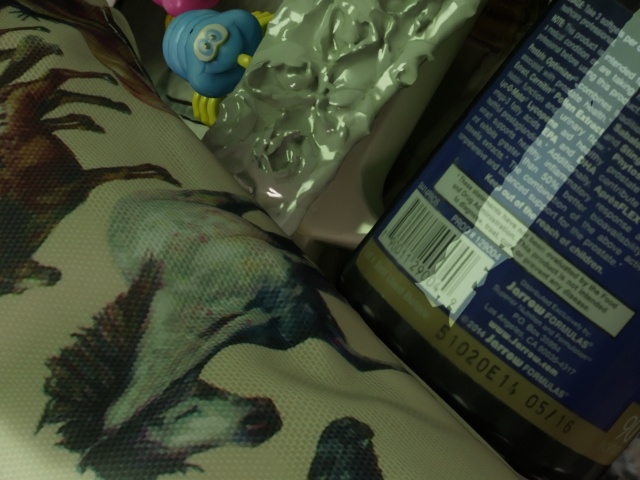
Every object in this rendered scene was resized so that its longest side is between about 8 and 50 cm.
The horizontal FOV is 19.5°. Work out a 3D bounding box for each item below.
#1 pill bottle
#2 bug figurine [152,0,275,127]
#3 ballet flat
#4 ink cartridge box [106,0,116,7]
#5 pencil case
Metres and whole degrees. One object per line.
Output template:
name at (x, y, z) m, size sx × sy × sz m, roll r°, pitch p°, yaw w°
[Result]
pill bottle at (0.114, -0.029, 0.663) m, size 0.219 × 0.123 × 0.123 m, roll -52°, pitch 38°, yaw 8°
bug figurine at (-0.019, -0.176, 0.912) m, size 0.279 × 0.072 × 0.216 m, roll -61°, pitch 20°, yaw -4°
ballet flat at (0.000, 0.000, 0.774) m, size 0.147 × 0.147 × 0.409 m, roll 27°, pitch 87°, yaw 52°
ink cartridge box at (-0.178, -0.216, 1.068) m, size 0.283 × 0.117 × 0.207 m, roll -4°, pitch 61°, yaw 63°
pencil case at (-0.044, 0.059, 0.589) m, size 0.183 × 0.160 × 0.410 m, roll -29°, pitch 54°, yaw -20°
